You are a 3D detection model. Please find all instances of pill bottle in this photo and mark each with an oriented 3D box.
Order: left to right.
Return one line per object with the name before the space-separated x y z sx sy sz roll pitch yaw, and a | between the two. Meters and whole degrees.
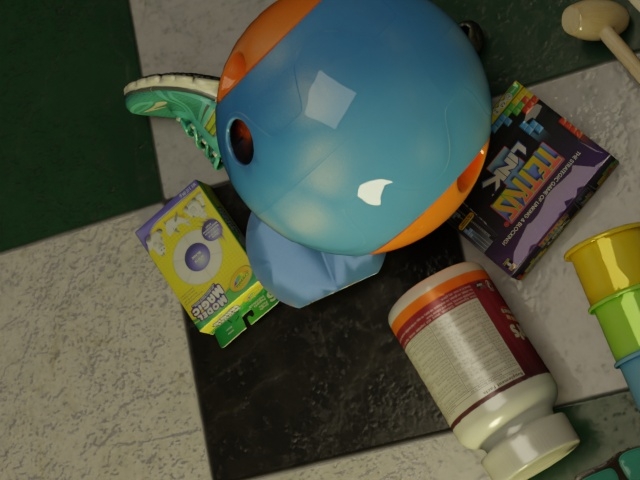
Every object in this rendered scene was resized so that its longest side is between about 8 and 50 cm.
pill bottle | 0.173 0.143 1.538 0.121 0.121 0.221 -36 70 14

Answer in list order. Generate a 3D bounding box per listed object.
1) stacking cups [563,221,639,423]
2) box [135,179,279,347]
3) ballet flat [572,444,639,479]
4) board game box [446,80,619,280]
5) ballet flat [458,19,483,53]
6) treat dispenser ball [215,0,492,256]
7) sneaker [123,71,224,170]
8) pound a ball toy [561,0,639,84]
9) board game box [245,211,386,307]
stacking cups | 0.344 0.144 1.488 0.096 0.096 0.316 -22 76 18
box | -0.132 0.029 1.728 0.105 0.043 0.179 -41 70 12
ballet flat | 0.306 0.241 1.507 0.114 0.041 0.041 -20 72 -14
board game box | 0.216 -0.065 1.595 0.141 0.048 0.170 42 98 24
ballet flat | 0.116 -0.184 1.655 0.057 0.049 0.173 45 100 22
treat dispenser ball | 0.035 -0.127 1.515 0.288 0.288 0.288 -4 80 22
sneaker | -0.117 -0.137 1.720 0.275 0.107 0.110 14 96 24
pound a ball toy | 0.425 -0.207 1.482 0.319 0.136 0.208 50 135 26
board game box | 0.000 0.000 1.677 0.169 0.033 0.133 -25 75 10
